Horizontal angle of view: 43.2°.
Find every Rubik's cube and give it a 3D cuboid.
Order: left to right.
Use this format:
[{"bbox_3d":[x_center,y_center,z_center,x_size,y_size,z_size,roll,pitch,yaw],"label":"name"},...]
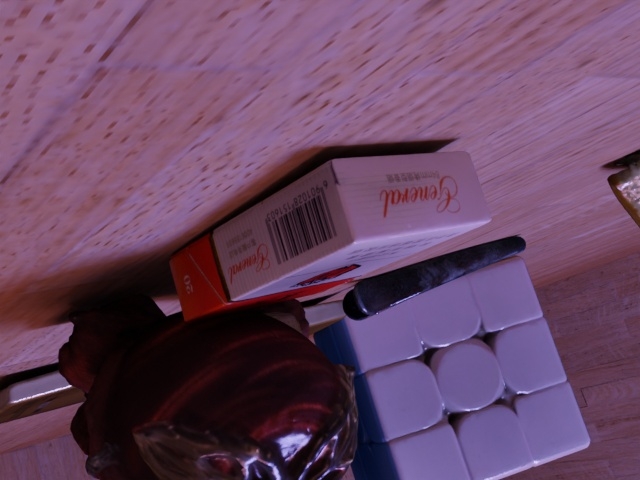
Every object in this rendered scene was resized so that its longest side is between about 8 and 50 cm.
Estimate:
[{"bbox_3d":[0.178,0.219,1.239,0.291,0.291,0.292,-16,169,-12],"label":"Rubik's cube"}]

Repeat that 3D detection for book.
[{"bbox_3d":[-0.189,0.144,0.924,0.388,0.032,0.269,-11,169,-36],"label":"book"}]

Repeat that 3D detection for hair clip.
[{"bbox_3d":[0.138,0.038,0.912,0.229,0.039,0.070,-17,169,-13],"label":"hair clip"}]

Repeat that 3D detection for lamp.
[{"bbox_3d":[-0.055,0.100,0.516,0.215,0.223,0.151,6,135,-44],"label":"lamp"}]

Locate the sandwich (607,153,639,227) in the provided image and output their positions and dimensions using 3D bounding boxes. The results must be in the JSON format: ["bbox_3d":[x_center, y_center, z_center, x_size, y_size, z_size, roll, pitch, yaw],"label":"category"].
[{"bbox_3d":[0.353,-0.030,0.691,0.235,0.128,0.122,-11,160,-40],"label":"sandwich"}]

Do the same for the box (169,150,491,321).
[{"bbox_3d":[0.000,0.000,0.435,0.100,0.048,0.152,-6,164,-41],"label":"box"}]
